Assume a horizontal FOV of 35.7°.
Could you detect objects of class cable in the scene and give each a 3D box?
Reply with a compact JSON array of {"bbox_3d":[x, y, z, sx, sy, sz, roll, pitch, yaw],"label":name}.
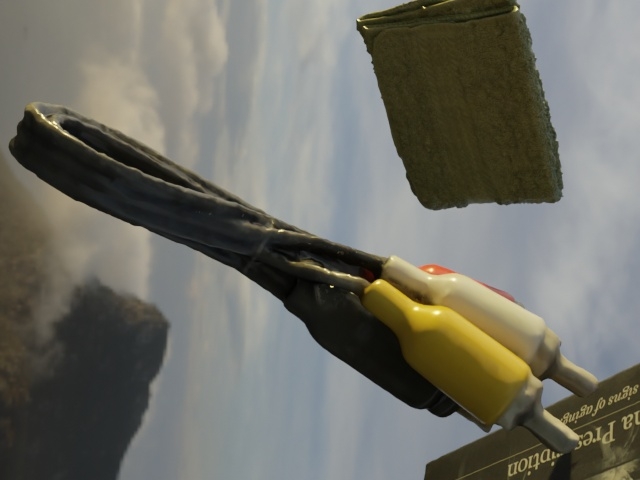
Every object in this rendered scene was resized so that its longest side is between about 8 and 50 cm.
[{"bbox_3d":[0.000,0.000,0.481,0.072,0.287,0.139,-53,-175,19],"label":"cable"}]

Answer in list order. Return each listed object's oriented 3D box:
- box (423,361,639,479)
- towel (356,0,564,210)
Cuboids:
[{"bbox_3d":[0.202,0.239,0.519,0.343,0.179,0.312,-41,-153,46],"label":"box"},{"bbox_3d":[0.090,-0.084,0.619,0.027,0.110,0.148,-53,131,-44],"label":"towel"}]
